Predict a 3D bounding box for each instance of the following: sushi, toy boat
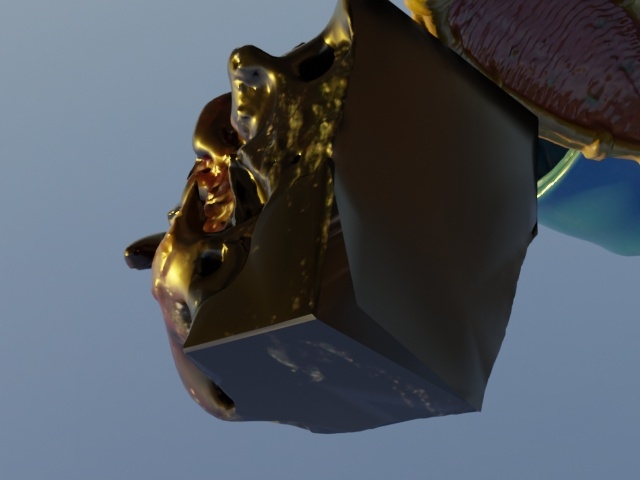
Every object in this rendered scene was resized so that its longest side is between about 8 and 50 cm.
[{"bbox_3d":[0.000,0.001,1.184,0.212,0.215,0.227,-17,-123,37],"label":"sushi"},{"bbox_3d":[0.152,-0.134,1.268,0.141,0.318,0.099,-48,-135,14],"label":"toy boat"}]

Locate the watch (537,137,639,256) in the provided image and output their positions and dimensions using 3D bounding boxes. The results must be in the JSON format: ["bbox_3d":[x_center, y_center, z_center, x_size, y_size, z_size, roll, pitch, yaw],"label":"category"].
[{"bbox_3d":[0.249,-0.150,1.517,0.241,0.305,0.274,18,-141,-20],"label":"watch"}]
